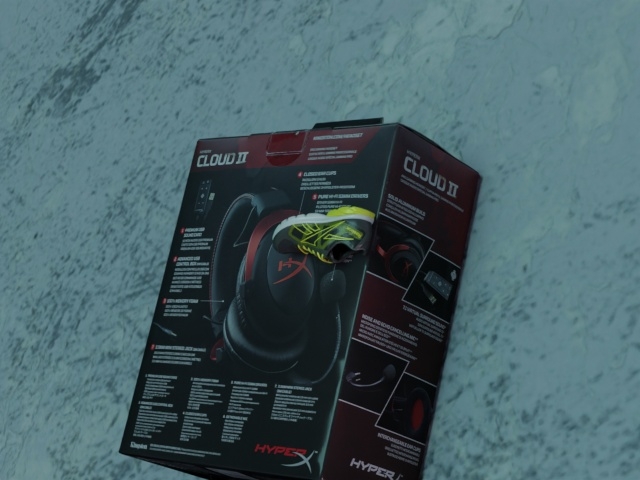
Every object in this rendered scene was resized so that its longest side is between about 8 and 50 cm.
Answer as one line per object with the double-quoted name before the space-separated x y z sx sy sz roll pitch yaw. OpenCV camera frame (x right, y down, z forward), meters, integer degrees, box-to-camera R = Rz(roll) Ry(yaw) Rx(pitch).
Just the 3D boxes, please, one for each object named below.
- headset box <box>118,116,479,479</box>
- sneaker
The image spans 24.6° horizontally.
"headset box" -0.013 0.041 1.117 0.218 0.110 0.293 -2 70 43
"sneaker" 0.000 0.000 1.022 0.083 0.031 0.035 -16 62 35
